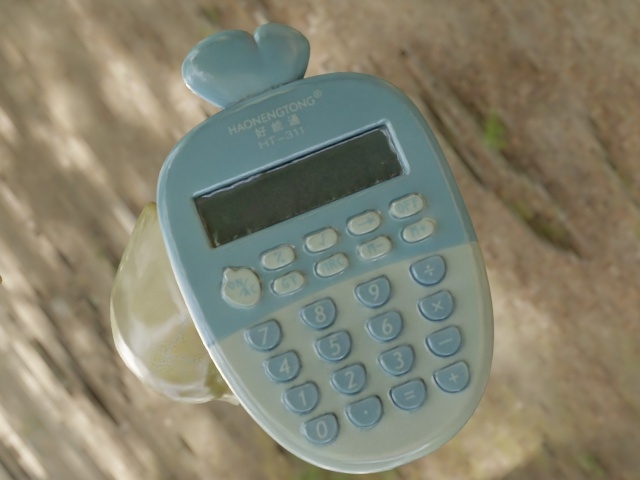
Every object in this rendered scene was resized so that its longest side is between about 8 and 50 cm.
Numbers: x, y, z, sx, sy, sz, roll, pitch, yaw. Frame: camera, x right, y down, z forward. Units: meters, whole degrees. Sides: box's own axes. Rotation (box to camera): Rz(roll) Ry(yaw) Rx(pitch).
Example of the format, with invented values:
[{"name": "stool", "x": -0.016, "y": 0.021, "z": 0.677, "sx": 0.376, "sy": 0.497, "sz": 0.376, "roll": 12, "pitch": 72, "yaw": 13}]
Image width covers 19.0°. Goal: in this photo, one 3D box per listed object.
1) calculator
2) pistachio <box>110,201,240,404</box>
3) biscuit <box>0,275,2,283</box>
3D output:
[{"name": "calculator", "x": 0.000, "y": 0.000, "z": 1.210, "sx": 0.042, "sy": 0.188, "sz": 0.302, "roll": 74, "pitch": 175, "yaw": -76}, {"name": "pistachio", "x": -0.114, "y": 0.059, "z": 2.036, "sx": 0.321, "sy": 0.229, "sz": 0.238, "roll": -135, "pitch": 23, "yaw": -82}, {"name": "biscuit", "x": -0.461, "y": 0.100, "z": 2.123, "sx": 0.204, "sy": 0.040, "sz": 0.309, "roll": 44, "pitch": -145, "yaw": -30}]
